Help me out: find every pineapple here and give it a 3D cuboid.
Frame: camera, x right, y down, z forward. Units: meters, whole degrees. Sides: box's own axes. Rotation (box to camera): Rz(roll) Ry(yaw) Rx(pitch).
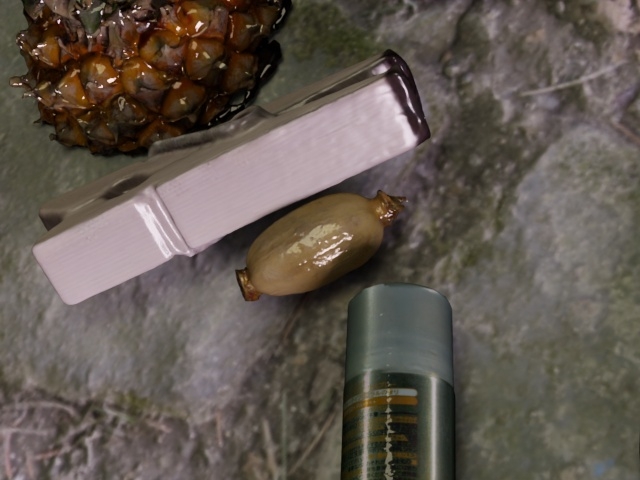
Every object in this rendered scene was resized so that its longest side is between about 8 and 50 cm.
[{"bbox_3d":[-0.188,-0.237,1.267,0.262,0.272,0.262,-8,60,15],"label":"pineapple"}]

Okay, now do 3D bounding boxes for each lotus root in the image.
[{"bbox_3d":[0.000,0.000,1.186,0.150,0.073,0.062,-28,99,2],"label":"lotus root"}]

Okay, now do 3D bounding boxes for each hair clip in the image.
[{"bbox_3d":[-0.074,-0.055,1.223,0.330,0.085,0.101,-22,27,9],"label":"hair clip"}]

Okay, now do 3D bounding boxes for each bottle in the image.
[{"bbox_3d":[0.054,0.170,1.063,0.082,0.082,0.286,-7,60,16],"label":"bottle"}]
